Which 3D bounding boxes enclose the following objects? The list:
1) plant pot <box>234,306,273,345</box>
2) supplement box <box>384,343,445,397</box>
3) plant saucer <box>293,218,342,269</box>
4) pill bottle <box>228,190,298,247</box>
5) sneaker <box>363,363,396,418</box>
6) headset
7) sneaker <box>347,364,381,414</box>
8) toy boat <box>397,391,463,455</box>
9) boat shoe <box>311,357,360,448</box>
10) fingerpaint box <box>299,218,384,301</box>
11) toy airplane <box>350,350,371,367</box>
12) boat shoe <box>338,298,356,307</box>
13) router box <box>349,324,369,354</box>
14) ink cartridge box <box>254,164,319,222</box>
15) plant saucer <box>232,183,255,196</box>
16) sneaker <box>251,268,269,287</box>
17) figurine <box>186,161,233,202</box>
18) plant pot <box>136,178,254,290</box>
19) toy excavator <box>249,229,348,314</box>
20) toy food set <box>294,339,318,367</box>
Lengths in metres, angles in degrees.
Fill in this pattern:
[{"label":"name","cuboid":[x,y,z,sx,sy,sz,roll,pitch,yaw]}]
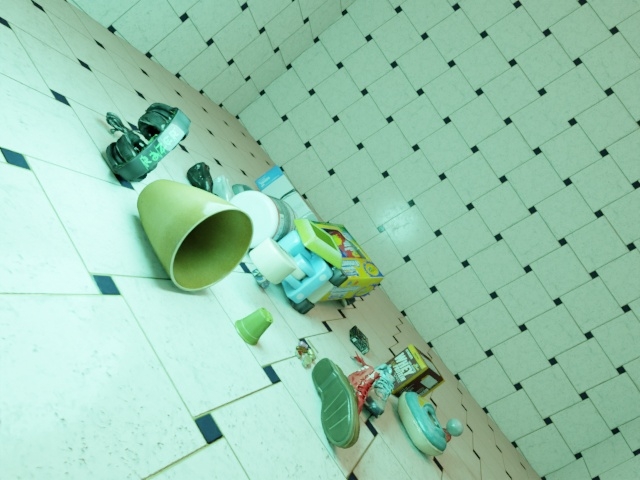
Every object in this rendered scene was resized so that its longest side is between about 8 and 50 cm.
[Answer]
[{"label":"plant pot","cuboid":[-0.169,0.220,1.140,0.083,0.079,0.083,47,11,-11]},{"label":"supplement box","cuboid":[0.397,0.588,1.878,0.194,0.191,0.129,42,12,-38]},{"label":"plant saucer","cuboid":[0.000,0.000,1.567,0.188,0.045,0.188,35,16,-32]},{"label":"pill bottle","cuboid":[-0.215,-0.072,1.698,0.210,0.210,0.363,50,9,9]},{"label":"sneaker","cuboid":[0.203,0.512,1.520,0.110,0.122,0.283,49,10,-2]},{"label":"headset","cuboid":[-0.515,-0.299,1.229,0.185,0.243,0.394,48,-12,-31]},{"label":"sneaker","cuboid":[0.128,0.461,1.364,0.087,0.128,0.221,47,9,-9]},{"label":"toy boat","cuboid":[0.436,0.715,1.685,0.318,0.148,0.267,42,12,-34]},{"label":"boat shoe","cuboid":[0.063,0.447,1.188,0.104,0.111,0.307,43,11,-23]},{"label":"fingerpaint box","cuboid":[0.042,0.087,2.017,0.445,0.163,0.371,5,43,-52]},{"label":"toy airplane","cuboid":[0.173,0.497,1.729,0.151,0.028,0.151,47,11,-12]},{"label":"boat shoe","cuboid":[0.090,0.220,2.193,0.254,0.079,0.095,55,-22,30]},{"label":"router box","cuboid":[0.173,0.441,1.918,0.092,0.038,0.122,47,10,-7]},{"label":"ink cartridge box","cuboid":[-0.160,-0.177,2.367,0.394,0.166,0.285,54,1,32]},{"label":"plant saucer","cuboid":[-0.313,-0.172,2.159,0.317,0.044,0.317,48,10,-11]},{"label":"sneaker","cuboid":[-0.201,0.128,1.478,0.135,0.052,0.058,-121,-172,-72]},{"label":"figurine","cuboid":[-0.400,-0.170,1.672,0.209,0.092,0.215,62,14,25]},{"label":"plant pot","cuboid":[-0.338,-0.044,1.080,0.254,0.237,0.237,38,4,27]},{"label":"toy excavator","cuboid":[-0.106,0.077,1.512,0.445,0.222,0.432,44,9,-35]},{"label":"toy food set","cuboid":[-0.050,0.351,1.346,0.078,0.019,0.122,50,17,12]}]
